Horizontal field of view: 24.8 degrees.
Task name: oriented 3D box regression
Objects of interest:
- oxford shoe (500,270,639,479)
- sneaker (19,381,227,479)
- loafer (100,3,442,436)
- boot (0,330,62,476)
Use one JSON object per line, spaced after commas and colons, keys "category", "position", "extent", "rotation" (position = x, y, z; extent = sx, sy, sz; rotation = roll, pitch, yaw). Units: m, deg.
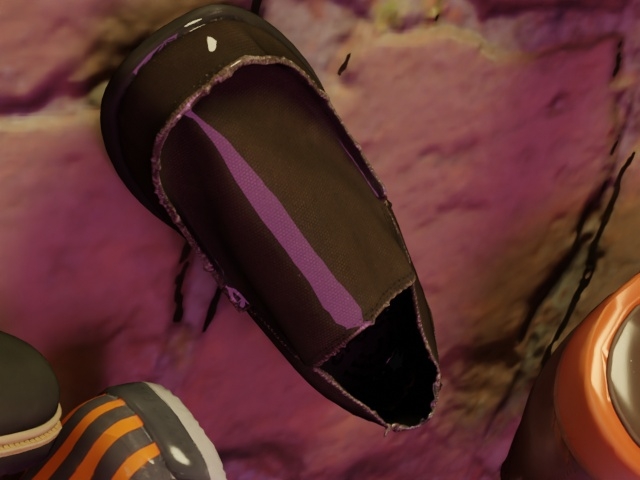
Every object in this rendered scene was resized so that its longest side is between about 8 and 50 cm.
{"category": "oxford shoe", "position": [0.230, 0.026, 0.742], "extent": [0.364, 0.130, 0.133], "rotation": [-25, 168, -30]}
{"category": "sneaker", "position": [-0.154, 0.194, 0.536], "extent": [0.180, 0.124, 0.321], "rotation": [3, 120, -41]}
{"category": "loafer", "position": [0.000, 0.000, 0.539], "extent": [0.080, 0.078, 0.220], "rotation": [-42, 138, -4]}
{"category": "boot", "position": [-0.133, -0.009, 0.436], "extent": [0.198, 0.077, 0.137], "rotation": [24, 100, -47]}
